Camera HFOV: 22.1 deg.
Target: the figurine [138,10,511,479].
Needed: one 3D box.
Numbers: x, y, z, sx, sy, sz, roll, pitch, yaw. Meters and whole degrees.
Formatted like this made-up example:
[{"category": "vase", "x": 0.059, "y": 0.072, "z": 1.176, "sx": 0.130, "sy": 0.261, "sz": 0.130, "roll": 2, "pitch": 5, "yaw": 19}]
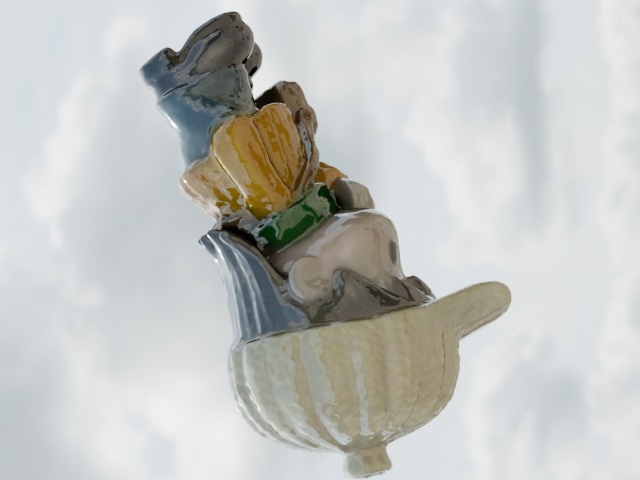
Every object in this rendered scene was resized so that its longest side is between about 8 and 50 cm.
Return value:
[{"category": "figurine", "x": -0.028, "y": 0.011, "z": 1.203, "sx": 0.204, "sy": 0.332, "sz": 0.185, "roll": -45, "pitch": -6, "yaw": 2}]
